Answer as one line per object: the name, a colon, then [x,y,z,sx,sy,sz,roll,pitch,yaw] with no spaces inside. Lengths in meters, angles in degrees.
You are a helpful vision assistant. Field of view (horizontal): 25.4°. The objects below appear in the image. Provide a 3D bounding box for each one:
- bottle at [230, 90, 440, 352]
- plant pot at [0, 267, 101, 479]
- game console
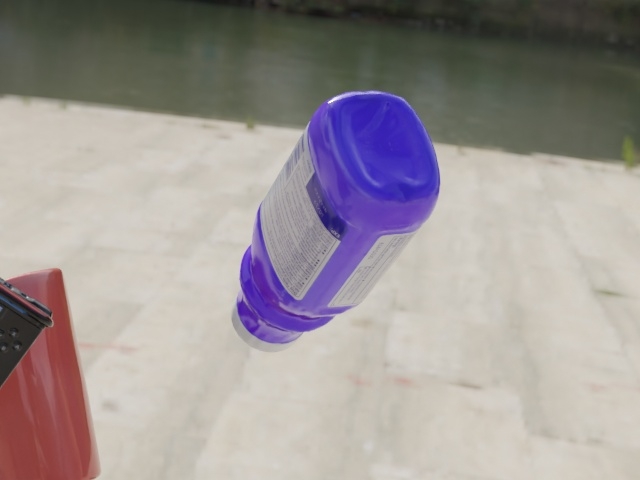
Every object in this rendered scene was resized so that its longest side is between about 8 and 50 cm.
bottle: [0.000,0.000,1.139,0.092,0.283,0.118,-5,61,-26]
plant pot: [-0.380,0.189,1.609,0.275,0.243,0.275,-21,-3,-1]
game console: [-0.258,0.042,0.943,0.144,0.124,0.085,35,21,-9]
